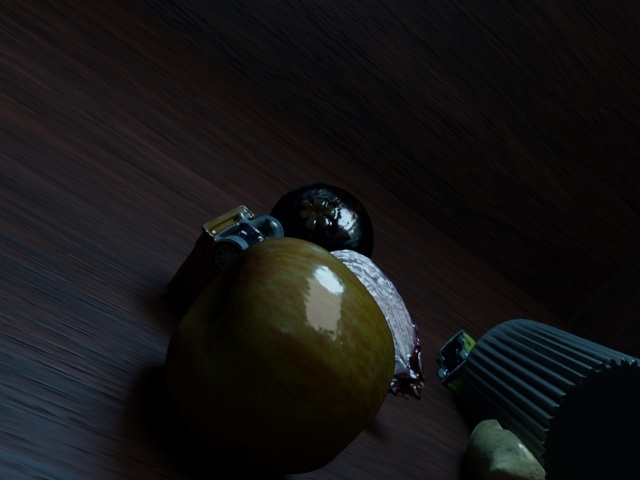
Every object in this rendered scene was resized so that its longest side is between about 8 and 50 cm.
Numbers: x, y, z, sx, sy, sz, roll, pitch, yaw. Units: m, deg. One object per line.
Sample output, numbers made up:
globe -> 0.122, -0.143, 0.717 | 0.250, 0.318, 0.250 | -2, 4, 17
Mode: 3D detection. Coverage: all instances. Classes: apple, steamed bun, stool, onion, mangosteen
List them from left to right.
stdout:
apple -> -0.037, 0.138, 0.868 | 0.264, 0.264, 0.264 | 39, 15, -12
mangosteen -> 0.000, 0.000, 1.498 | 0.243, 0.243, 0.243 | 39, 15, -12
onion -> 0.051, 0.163, 1.243 | 0.227, 0.120, 0.283 | -36, 79, -34
steamed bun -> 0.313, 0.402, 1.303 | 0.231, 0.110, 0.212 | 49, -7, 37
stool -> 0.465, 0.321, 1.508 | 0.297, 0.297, 0.330 | 36, -2, -22

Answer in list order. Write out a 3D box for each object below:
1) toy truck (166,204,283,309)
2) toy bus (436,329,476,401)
toy truck -> -0.061, 0.108, 1.077 | 0.305, 0.162, 0.136 | 43, 27, 4
toy bus -> 0.328, 0.285, 1.737 | 0.101, 0.088, 0.175 | 42, 17, -5
